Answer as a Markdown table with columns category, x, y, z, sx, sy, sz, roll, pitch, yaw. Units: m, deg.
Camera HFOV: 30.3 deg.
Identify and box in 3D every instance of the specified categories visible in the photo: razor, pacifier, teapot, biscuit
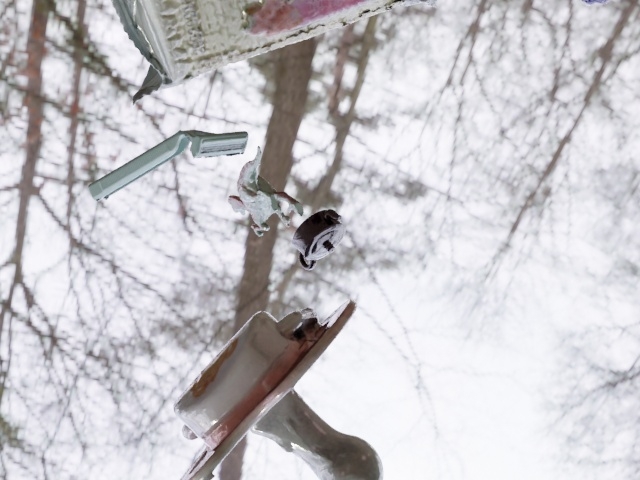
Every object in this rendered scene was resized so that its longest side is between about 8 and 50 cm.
| category | x | y | z | sx | sy | sz | roll | pitch | yaw |
| --- | --- | --- | --- | --- | --- | --- | --- | --- | --- |
| razor | -0.243 | -0.118 | 1.746 | 0.111 | 0.278 | 0.056 | -13 | -93 | -54 |
| pacifier | -0.053 | 0.209 | 1.436 | 0.220 | 0.332 | 0.273 | 28 | -162 | -53 |
| teapot | 0.000 | 0.000 | 1.467 | 0.068 | 0.100 | 0.045 | -13 | -128 | -42 |
| biscuit | -0.031 | -0.236 | 0.978 | 0.309 | 0.186 | 0.079 | -19 | -134 | -11 |

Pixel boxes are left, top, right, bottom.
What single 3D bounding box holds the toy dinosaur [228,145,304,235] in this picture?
| category | x | y | z | sx | sy | sz | roll | pitch | yaw |
| --- | --- | --- | --- | --- | --- | --- | --- | --- | --- |
| toy dinosaur | -0.109 | -0.087 | 1.925 | 0.167 | 0.242 | 0.053 | 30 | -113 | 30 |

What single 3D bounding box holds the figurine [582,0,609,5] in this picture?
| category | x | y | z | sx | sy | sz | roll | pitch | yaw |
| --- | --- | --- | --- | --- | --- | --- | --- | --- | --- |
| figurine | 0.196 | -0.378 | 0.879 | 0.186 | 0.381 | 0.261 | -37 | -144 | -28 |
